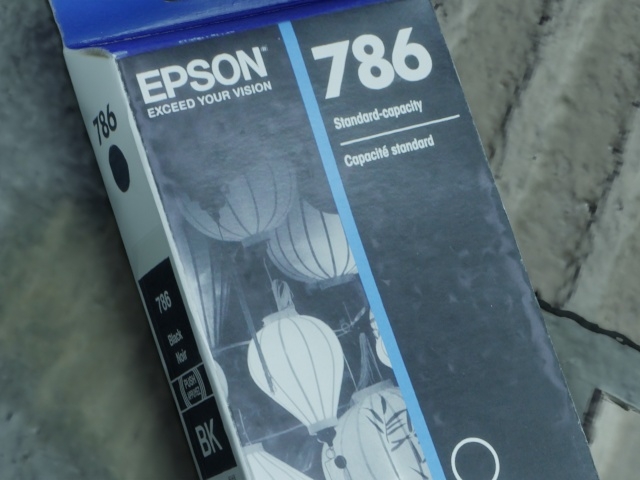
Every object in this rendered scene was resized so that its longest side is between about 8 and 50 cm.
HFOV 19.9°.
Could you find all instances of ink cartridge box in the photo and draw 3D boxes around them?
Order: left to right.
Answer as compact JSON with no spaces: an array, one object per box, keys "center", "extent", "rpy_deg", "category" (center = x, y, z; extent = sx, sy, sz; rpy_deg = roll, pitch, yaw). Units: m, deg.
[{"center":[0.000,0.000,0.817],"extent":[0.165,0.065,0.333],"rpy_deg":[-16,80,-25],"category":"ink cartridge box"}]
